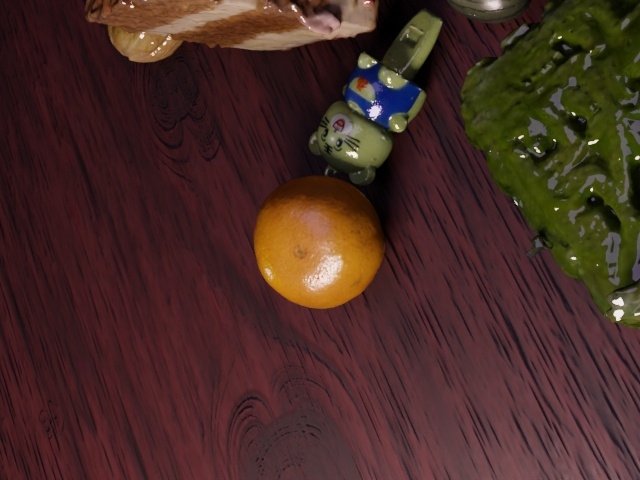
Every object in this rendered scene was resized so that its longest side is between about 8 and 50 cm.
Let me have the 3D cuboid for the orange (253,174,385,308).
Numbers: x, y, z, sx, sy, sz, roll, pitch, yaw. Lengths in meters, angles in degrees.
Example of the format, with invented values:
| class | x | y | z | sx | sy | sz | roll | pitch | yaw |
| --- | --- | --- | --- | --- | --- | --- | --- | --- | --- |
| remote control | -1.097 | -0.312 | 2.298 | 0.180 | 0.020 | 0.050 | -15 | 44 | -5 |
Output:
| class | x | y | z | sx | sy | sz | roll | pitch | yaw |
| --- | --- | --- | --- | --- | --- | --- | --- | --- | --- |
| orange | 0.000 | 0.000 | 1.241 | 0.156 | 0.124 | 0.156 | 7 | 107 | 23 |

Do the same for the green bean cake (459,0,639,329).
| class | x | y | z | sx | sy | sz | roll | pitch | yaw |
| --- | --- | --- | --- | --- | --- | --- | --- | --- | --- |
| green bean cake | 0.321 | -0.109 | 1.004 | 0.335 | 0.218 | 0.319 | -42 | 63 | 18 |

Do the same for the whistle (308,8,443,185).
| class | x | y | z | sx | sy | sz | roll | pitch | yaw |
| --- | --- | --- | --- | --- | --- | --- | --- | --- | --- |
| whistle | 0.069 | -0.166 | 1.246 | 0.105 | 0.085 | 0.227 | 40 | 103 | 33 |

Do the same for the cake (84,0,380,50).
| class | x | y | z | sx | sy | sz | roll | pitch | yaw |
| --- | --- | --- | --- | --- | --- | --- | --- | --- | --- |
| cake | -0.098 | -0.355 | 1.240 | 0.282 | 0.290 | 0.255 | 6 | 87 | 58 |

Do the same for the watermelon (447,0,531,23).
| class | x | y | z | sx | sy | sz | roll | pitch | yaw |
| --- | --- | --- | --- | --- | --- | --- | --- | --- | --- |
| watermelon | 0.185 | -0.283 | 1.199 | 0.111 | 0.078 | 0.078 | 21 | 94 | 32 |

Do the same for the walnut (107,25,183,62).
| class | x | y | z | sx | sy | sz | roll | pitch | yaw |
| --- | --- | --- | --- | --- | --- | --- | --- | --- | --- |
| walnut | -0.228 | -0.298 | 1.446 | 0.124 | 0.105 | 0.105 | -47 | 62 | 17 |
